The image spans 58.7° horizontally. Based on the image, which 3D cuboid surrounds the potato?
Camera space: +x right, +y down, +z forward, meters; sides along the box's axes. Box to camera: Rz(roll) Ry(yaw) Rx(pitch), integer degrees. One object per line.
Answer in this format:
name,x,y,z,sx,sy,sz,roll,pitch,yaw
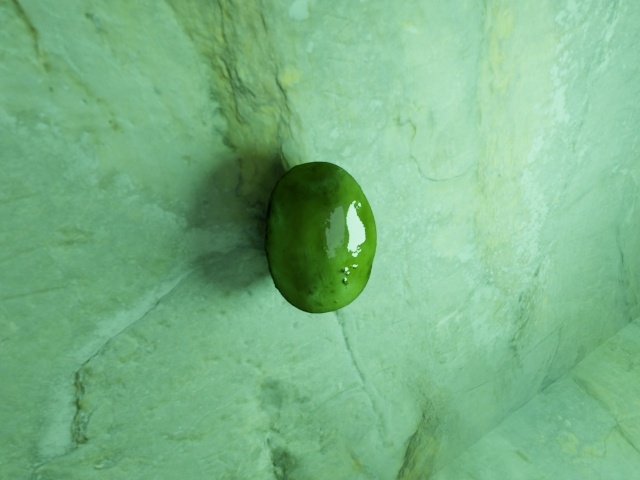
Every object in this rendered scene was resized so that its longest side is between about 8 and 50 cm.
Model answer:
potato,-0.002,-0.001,1.080,0.215,0.216,0.305,-20,118,-22
